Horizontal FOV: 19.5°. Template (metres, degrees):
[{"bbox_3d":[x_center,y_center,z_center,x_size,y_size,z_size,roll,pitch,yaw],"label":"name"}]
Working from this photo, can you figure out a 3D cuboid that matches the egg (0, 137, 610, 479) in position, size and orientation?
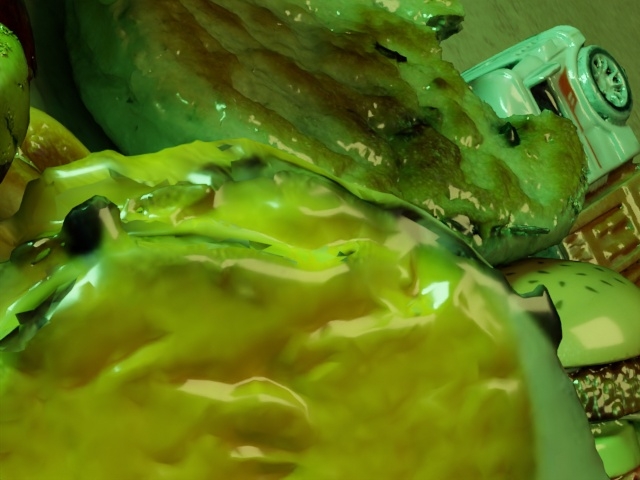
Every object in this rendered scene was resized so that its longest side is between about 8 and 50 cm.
[{"bbox_3d":[-0.048,0.101,0.685,0.286,0.174,0.264,22,86,-25],"label":"egg"}]

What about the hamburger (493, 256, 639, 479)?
[{"bbox_3d":[0.108,0.077,0.979,0.175,0.175,0.137,-23,112,-64],"label":"hamburger"}]

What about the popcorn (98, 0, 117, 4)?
[{"bbox_3d":[-0.120,-0.209,0.812,0.255,0.256,0.195,113,-6,-76],"label":"popcorn"}]

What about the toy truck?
[{"bbox_3d":[0.156,0.029,1.174,0.162,0.136,0.305,-28,91,-55],"label":"toy truck"}]

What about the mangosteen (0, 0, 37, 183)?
[{"bbox_3d":[-0.171,-0.068,0.619,0.166,0.180,0.166,8,75,-30],"label":"mangosteen"}]

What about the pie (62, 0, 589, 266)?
[{"bbox_3d":[0.000,-0.082,0.977,0.302,0.067,0.302,23,29,-14],"label":"pie"}]

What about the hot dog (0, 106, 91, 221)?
[{"bbox_3d":[-0.080,0.044,0.808,0.249,0.068,0.100,49,17,-28],"label":"hot dog"}]
